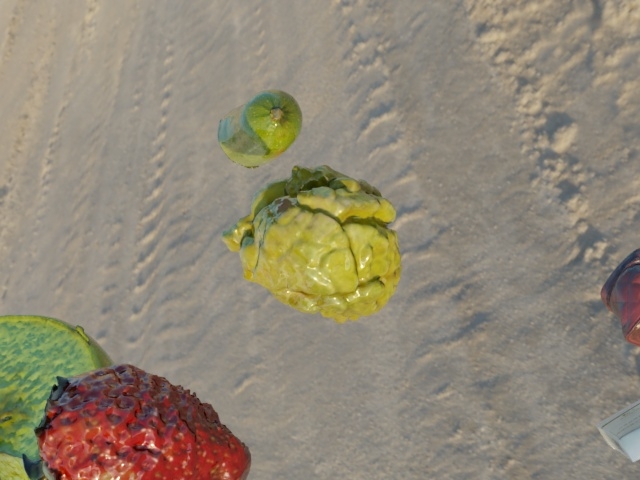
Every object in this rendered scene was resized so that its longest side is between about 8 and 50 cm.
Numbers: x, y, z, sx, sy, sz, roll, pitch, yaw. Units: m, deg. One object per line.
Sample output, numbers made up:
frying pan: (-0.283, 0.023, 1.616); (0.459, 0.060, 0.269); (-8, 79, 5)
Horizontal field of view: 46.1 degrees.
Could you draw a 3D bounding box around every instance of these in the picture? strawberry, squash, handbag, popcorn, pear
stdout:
strawberry: (-0.134, 0.162, 0.542); (0.131, 0.148, 0.131); (19, -90, -80)
squash: (-0.070, -0.149, 0.994); (0.095, 0.095, 0.188); (-67, 18, -7)
handbag: (0.608, 0.112, 1.299); (0.135, 0.224, 0.147); (-100, 30, -55)
popcorn: (0.000, 0.000, 1.077); (0.212, 0.259, 0.259); (-59, 31, 3)
pear: (-0.384, 0.279, 1.043); (0.342, 0.318, 0.239); (10, 44, 20)

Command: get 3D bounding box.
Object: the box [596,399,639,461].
box: (0.427, 0.250, 1.008); (0.083, 0.154, 0.040); (-34, 78, 5)
